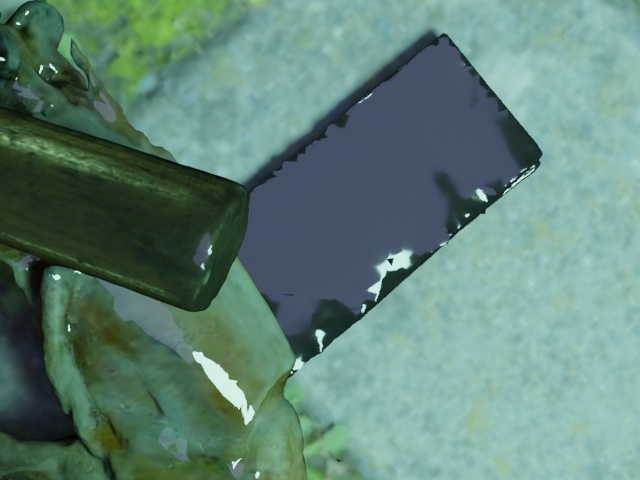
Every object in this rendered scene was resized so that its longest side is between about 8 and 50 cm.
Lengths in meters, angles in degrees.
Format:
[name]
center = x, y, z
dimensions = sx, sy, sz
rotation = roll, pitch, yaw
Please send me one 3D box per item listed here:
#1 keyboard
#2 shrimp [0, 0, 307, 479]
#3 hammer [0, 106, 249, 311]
[keyboard]
center = 0.000, 0.000, 0.743
dimensions = 0.196, 0.015, 0.074
rotation = -40, 95, -3
[shrimp]
center = -0.136, 0.049, 0.695
dimensions = 0.247, 0.085, 0.360
rotation = -14, 102, 5
[hammer]
center = -0.237, -0.069, 0.628
dimensions = 0.440, 0.044, 0.168
rotation = 18, 97, 8
